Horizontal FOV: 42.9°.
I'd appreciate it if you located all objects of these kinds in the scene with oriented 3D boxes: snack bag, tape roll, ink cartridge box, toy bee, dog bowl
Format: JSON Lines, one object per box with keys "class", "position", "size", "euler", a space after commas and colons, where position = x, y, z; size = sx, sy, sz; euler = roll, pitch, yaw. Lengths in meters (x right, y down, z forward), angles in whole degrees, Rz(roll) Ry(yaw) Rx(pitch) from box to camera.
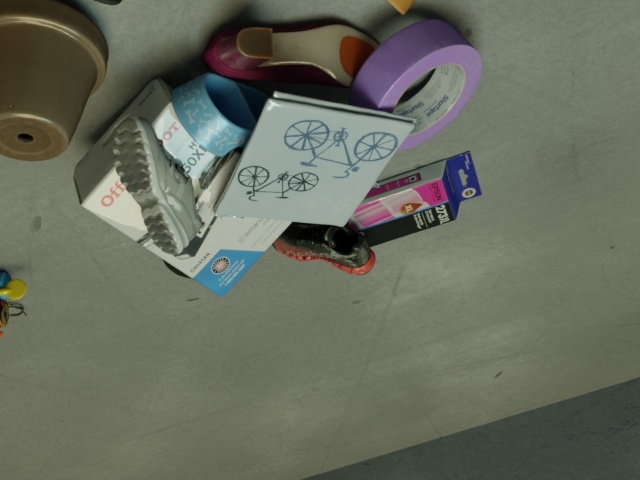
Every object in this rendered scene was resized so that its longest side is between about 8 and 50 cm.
{"class": "snack bag", "position": [-0.017, -0.147, 1.641], "size": [0.323, 0.037, 0.342], "euler": [4, 140, -27]}
{"class": "tape roll", "position": [0.195, -0.313, 1.671], "size": [0.275, 0.090, 0.274], "euler": [-28, 151, -17]}
{"class": "ink cartridge box", "position": [-0.278, -0.106, 1.739], "size": [0.285, 0.166, 0.395], "euler": [-47, 124, 7]}
{"class": "ink cartridge box", "position": [0.220, -0.091, 2.050], "size": [0.371, 0.069, 0.175], "euler": [-20, 140, 8]}
{"class": "toy bee", "position": [-0.816, 0.156, 2.039], "size": [0.195, 0.162, 0.298], "euler": [-25, 139, 14]}
{"class": "dog bowl", "position": [-0.169, -0.248, 1.644], "size": [0.074, 0.165, 0.297], "euler": [-35, 160, 26]}

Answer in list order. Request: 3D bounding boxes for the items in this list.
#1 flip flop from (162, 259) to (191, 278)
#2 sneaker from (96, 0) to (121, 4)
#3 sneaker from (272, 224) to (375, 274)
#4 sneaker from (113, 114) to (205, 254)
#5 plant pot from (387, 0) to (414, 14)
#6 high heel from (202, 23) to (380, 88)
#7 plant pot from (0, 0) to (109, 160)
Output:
{"class": "flip flop", "position": [-0.373, -0.002, 2.020], "size": [0.277, 0.080, 0.112], "euler": [37, 127, -24]}
{"class": "sneaker", "position": [-0.410, -0.503, 1.375], "size": [0.147, 0.104, 0.296], "euler": [-38, 138, 22]}
{"class": "sneaker", "position": [0.000, 0.000, 2.020], "size": [0.276, 0.097, 0.135], "euler": [14, 152, 16]}
{"class": "sneaker", "position": [-0.309, -0.117, 1.580], "size": [0.105, 0.115, 0.281], "euler": [6, 124, 37]}
{"class": "plant pot", "position": [0.097, -0.542, 1.330], "size": [0.203, 0.290, 0.291], "euler": [-46, 131, 15]}
{"class": "high heel", "position": [-0.046, -0.372, 1.658], "size": [0.378, 0.127, 0.181], "euler": [5, 178, -32]}
{"class": "plant pot", "position": [-0.529, -0.275, 1.496], "size": [0.263, 0.229, 0.263], "euler": [-4, 152, -2]}
